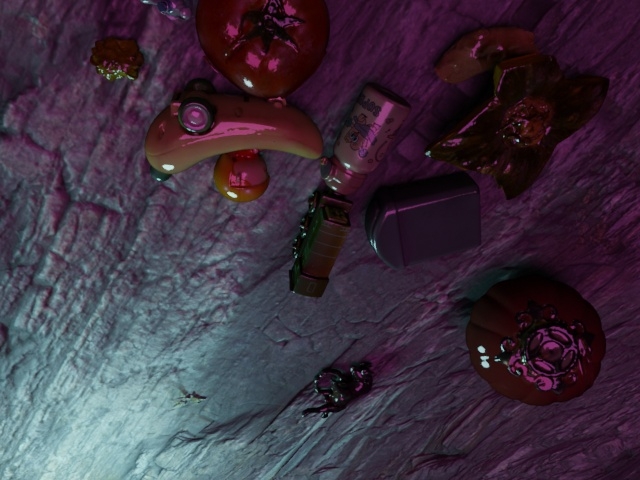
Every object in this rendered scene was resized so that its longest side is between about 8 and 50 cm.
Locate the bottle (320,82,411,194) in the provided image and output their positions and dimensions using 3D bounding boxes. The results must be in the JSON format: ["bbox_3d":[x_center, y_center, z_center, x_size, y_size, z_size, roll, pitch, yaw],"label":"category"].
[{"bbox_3d":[0.074,-0.185,0.891,0.110,0.097,0.209,10,123,-34],"label":"bottle"}]

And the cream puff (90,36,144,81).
[{"bbox_3d":[-0.347,-0.308,0.800,0.083,0.058,0.083,33,113,-21],"label":"cream puff"}]

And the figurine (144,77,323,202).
[{"bbox_3d":[-0.156,-0.169,0.873,0.325,0.124,0.222,1,123,-10],"label":"figurine"}]

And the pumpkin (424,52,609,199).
[{"bbox_3d":[0.373,-0.222,0.865,0.259,0.095,0.290,20,118,-32],"label":"pumpkin"}]

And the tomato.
[{"bbox_3d":[-0.085,-0.342,0.746,0.225,0.085,0.224,-2,99,-13],"label":"tomato"}]

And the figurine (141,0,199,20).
[{"bbox_3d":[-0.239,-0.386,0.743,0.095,0.086,0.082,2,124,-6],"label":"figurine"}]

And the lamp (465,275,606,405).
[{"bbox_3d":[0.498,0.231,1.102,0.304,0.257,0.302,0,89,7],"label":"lamp"}]

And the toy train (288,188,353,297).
[{"bbox_3d":[0.000,0.000,0.985,0.090,0.137,0.225,14,122,-14],"label":"toy train"}]

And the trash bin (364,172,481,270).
[{"bbox_3d":[0.214,-0.039,1.004,0.237,0.101,0.176,-14,122,2],"label":"trash bin"}]

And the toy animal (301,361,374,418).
[{"bbox_3d":[0.050,0.425,1.299,0.148,0.084,0.232,27,113,-22],"label":"toy animal"}]

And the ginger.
[{"bbox_3d":[0.296,-0.332,0.835,0.190,0.068,0.095,-8,125,-1],"label":"ginger"}]
